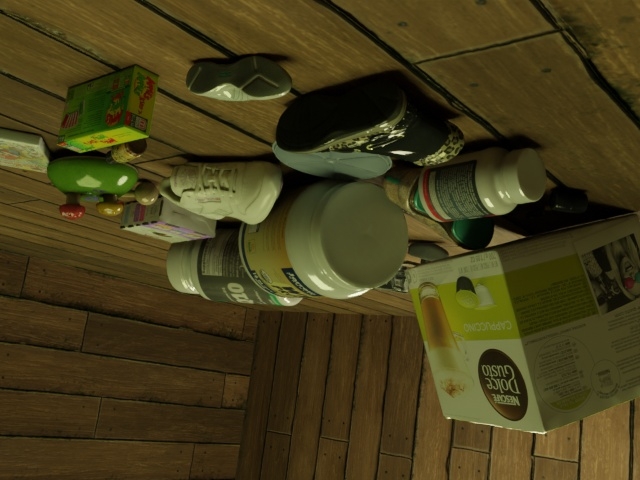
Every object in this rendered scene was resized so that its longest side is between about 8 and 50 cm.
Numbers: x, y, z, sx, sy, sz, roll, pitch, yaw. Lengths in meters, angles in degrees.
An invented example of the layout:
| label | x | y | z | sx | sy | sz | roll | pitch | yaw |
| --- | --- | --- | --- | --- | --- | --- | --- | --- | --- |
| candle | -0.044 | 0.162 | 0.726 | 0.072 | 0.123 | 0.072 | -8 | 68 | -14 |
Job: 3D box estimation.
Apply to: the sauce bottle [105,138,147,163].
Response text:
| label | x | y | z | sx | sy | sz | roll | pitch | yaw |
| --- | --- | --- | --- | --- | --- | --- | --- | --- | --- |
| sauce bottle | -0.363 | -0.164 | 1.297 | 0.042 | 0.042 | 0.128 | 15 | 164 | -33 |

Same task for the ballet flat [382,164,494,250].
| label | x | y | z | sx | sy | sz | roll | pitch | yaw |
| --- | --- | --- | --- | --- | --- | --- | --- | --- | --- |
| ballet flat | 0.220 | -0.068 | 1.308 | 0.106 | 0.108 | 0.316 | 24 | 176 | 41 |

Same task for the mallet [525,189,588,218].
| label | x | y | z | sx | sy | sz | roll | pitch | yaw |
| --- | --- | --- | --- | --- | --- | --- | --- | --- | --- |
| mallet | 0.442 | -0.061 | 1.323 | 0.062 | 0.039 | 0.190 | 5 | 173 | 1 |

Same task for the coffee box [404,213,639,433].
| label | x | y | z | sx | sy | sz | roll | pitch | yaw |
| --- | --- | --- | --- | --- | --- | --- | --- | --- | --- |
| coffee box | 0.428 | 0.164 | 1.406 | 0.337 | 0.335 | 0.337 | -13 | 177 | -23 |

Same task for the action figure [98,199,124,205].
| label | x | y | z | sx | sy | sz | roll | pitch | yaw |
| --- | --- | --- | --- | --- | --- | --- | --- | --- | --- |
| action figure | -0.538 | -0.100 | 1.751 | 0.038 | 0.030 | 0.115 | 8 | 167 | 23 |

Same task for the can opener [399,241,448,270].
| label | x | y | z | sx | sy | sz | roll | pitch | yaw |
| --- | --- | --- | --- | --- | --- | --- | --- | --- | --- |
| can opener | 0.196 | 0.031 | 1.842 | 0.283 | 0.095 | 0.076 | 15 | -174 | 20 |

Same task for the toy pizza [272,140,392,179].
| label | x | y | z | sx | sy | sz | roll | pitch | yaw |
| --- | --- | --- | --- | --- | --- | --- | --- | --- | --- |
| toy pizza | 0.020 | -0.147 | 1.167 | 0.201 | 0.032 | 0.201 | 8 | 168 | 2 |

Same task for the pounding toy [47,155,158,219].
| label | x | y | z | sx | sy | sz | roll | pitch | yaw |
| --- | --- | --- | --- | --- | --- | --- | --- | --- | --- |
| pounding toy | -0.468 | -0.091 | 1.489 | 0.182 | 0.110 | 0.237 | -4 | 167 | 16 |

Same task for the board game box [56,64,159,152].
| label | x | y | z | sx | sy | sz | roll | pitch | yaw |
| --- | --- | --- | --- | --- | --- | --- | --- | --- | --- |
| board game box | -0.314 | -0.189 | 1.028 | 0.181 | 0.092 | 0.043 | -3 | 165 | 41 |

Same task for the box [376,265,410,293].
| label | x | y | z | sx | sy | sz | roll | pitch | yaw |
| --- | --- | --- | --- | --- | --- | --- | --- | --- | --- |
| box | 0.124 | 0.098 | 2.048 | 0.242 | 0.077 | 0.307 | 7 | 178 | 0 |

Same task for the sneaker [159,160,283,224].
| label | x | y | z | sx | sy | sz | roll | pitch | yaw |
| --- | --- | --- | --- | --- | --- | --- | --- | --- | --- |
| sneaker | -0.195 | -0.095 | 1.341 | 0.152 | 0.114 | 0.305 | 16 | 165 | -40 |

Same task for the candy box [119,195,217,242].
| label | x | y | z | sx | sy | sz | roll | pitch | yaw |
| --- | --- | --- | --- | --- | --- | --- | --- | --- | --- |
| candy box | -0.386 | -0.050 | 1.783 | 0.164 | 0.070 | 0.196 | 18 | 164 | -42 |

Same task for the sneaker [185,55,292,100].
| label | x | y | z | sx | sy | sz | roll | pitch | yaw |
| --- | --- | --- | --- | --- | --- | --- | --- | --- | --- |
| sneaker | -0.099 | -0.209 | 0.922 | 0.152 | 0.054 | 0.061 | 8 | 179 | 27 |

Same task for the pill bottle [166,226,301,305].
| label | x | y | z | sx | sy | sz | roll | pitch | yaw |
| --- | --- | --- | --- | --- | --- | --- | --- | --- | --- |
| pill bottle | -0.224 | 0.067 | 1.914 | 0.360 | 0.204 | 0.204 | 2 | 167 | 26 |

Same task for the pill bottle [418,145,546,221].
| label | x | y | z | sx | sy | sz | roll | pitch | yaw |
| --- | --- | --- | --- | --- | --- | --- | --- | --- | --- |
| pill bottle | 0.254 | -0.090 | 1.104 | 0.107 | 0.108 | 0.180 | 17 | 165 | -38 |

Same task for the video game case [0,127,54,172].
| label | x | y | z | sx | sy | sz | roll | pitch | yaw |
| --- | --- | --- | --- | --- | --- | --- | --- | --- | --- |
| video game case | -0.660 | -0.189 | 1.406 | 0.226 | 0.026 | 0.206 | 9 | 168 | -10 |

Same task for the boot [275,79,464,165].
| label | x | y | z | sx | sy | sz | roll | pitch | yaw |
| --- | --- | --- | --- | --- | --- | --- | --- | --- | --- |
| boot | 0.068 | -0.149 | 1.003 | 0.236 | 0.085 | 0.178 | -5 | 165 | 45 |

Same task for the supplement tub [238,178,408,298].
| label | x | y | z | sx | sy | sz | roll | pitch | yaw |
| --- | --- | --- | --- | --- | --- | --- | --- | --- | --- |
| supplement tub | 0.000 | 0.000 | 1.370 | 0.228 | 0.229 | 0.316 | 14 | 169 | -29 |
